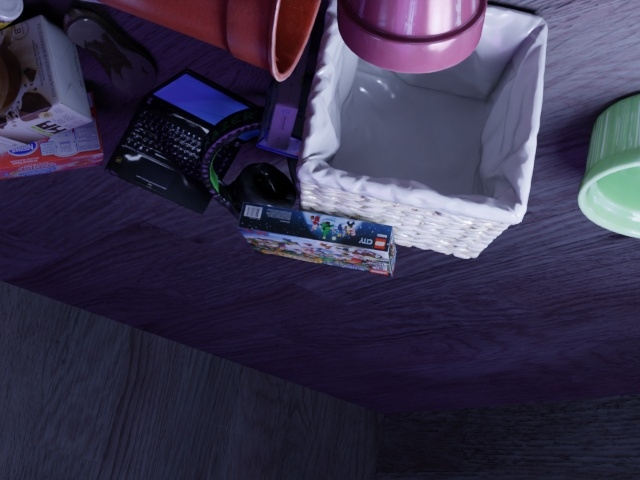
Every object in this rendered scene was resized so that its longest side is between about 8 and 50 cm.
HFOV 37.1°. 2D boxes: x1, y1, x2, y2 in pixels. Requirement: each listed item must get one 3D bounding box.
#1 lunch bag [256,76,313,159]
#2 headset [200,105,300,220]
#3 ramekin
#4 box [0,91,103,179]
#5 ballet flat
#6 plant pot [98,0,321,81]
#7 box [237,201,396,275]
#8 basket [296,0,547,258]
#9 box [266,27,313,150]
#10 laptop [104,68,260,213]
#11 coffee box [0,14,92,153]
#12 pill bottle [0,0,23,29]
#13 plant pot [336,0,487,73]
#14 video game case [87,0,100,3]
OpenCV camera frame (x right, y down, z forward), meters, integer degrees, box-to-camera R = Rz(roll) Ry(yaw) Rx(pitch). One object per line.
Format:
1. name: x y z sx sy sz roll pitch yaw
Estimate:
1. lunch bag: -0.025 -0.213 1.692 0.151 0.128 0.096 14 159 -14
2. headset: -0.068 -0.131 1.892 0.243 0.185 0.394 -28 134 20
3. ramekin: 0.591 -0.125 1.598 0.304 0.148 0.303 9 159 4
4. box: -0.556 -0.196 1.837 0.257 0.128 0.122 -11 175 -15
5. ballet flat: -0.366 -0.333 1.663 0.084 0.058 0.250 -33 152 9
6. plant pot: -0.141 -0.368 1.211 0.265 0.272 0.272 16 159 6
7. box: 0.000 0.000 1.499 0.233 0.044 0.159 9 166 9
8. basket: 0.142 -0.176 1.457 0.328 0.331 0.266 11 164 -1
9. box: -0.047 -0.258 1.511 0.038 0.186 0.145 12 158 -5
10. laptop: -0.245 -0.183 1.857 0.234 0.264 0.136 25 -169 -32
11. coffee box: -0.567 -0.248 1.649 0.297 0.168 0.119 -18 168 12
12. pill bottle: -0.552 -0.383 1.599 0.065 0.065 0.116 27 154 -36
13. plant pot: 0.121 -0.347 1.228 0.201 0.201 0.180 8 143 6
14. video game case: -0.383 -0.432 1.455 0.213 0.023 0.193 10 159 3
